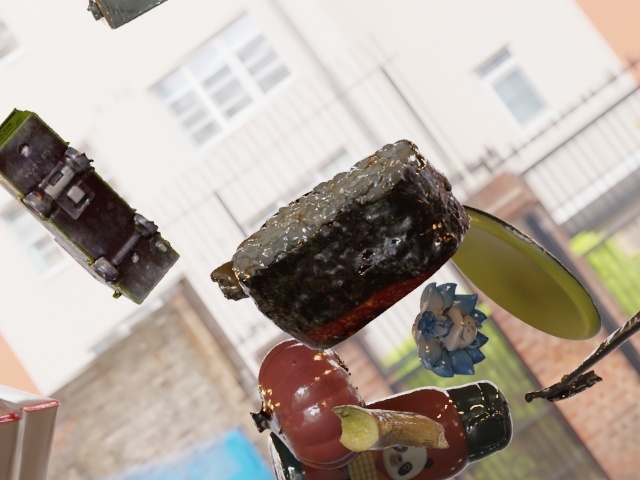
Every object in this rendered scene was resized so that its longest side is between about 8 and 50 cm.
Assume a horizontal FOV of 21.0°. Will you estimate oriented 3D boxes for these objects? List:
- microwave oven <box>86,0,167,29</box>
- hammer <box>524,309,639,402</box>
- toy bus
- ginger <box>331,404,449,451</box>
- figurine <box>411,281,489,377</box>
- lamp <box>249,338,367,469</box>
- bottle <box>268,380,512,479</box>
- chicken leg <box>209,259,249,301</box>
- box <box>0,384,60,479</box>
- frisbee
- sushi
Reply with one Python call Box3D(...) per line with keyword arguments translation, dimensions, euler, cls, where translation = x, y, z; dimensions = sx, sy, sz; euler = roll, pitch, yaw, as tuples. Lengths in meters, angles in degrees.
Box3D(translation=(-0.268, -0.464, 2.303), dimensions=(0.237, 0.295, 0.181), euler=(-31, 18, -8), cls="microwave oven")
Box3D(translation=(0.408, 0.170, 2.538), dimensions=(0.125, 0.027, 0.297), euler=(-12, -23, -26), cls="hammer")
Box3D(translation=(-0.331, -0.048, 2.314), dimensions=(0.113, 0.302, 0.139), euler=(-51, 32, -13), cls="toy bus")
Box3D(translation=(0.062, 0.181, 1.651), dimensions=(0.137, 0.044, 0.057), euler=(10, -32, -44), cls="ginger")
Box3D(translation=(0.153, 0.104, 1.947), dimensions=(0.114, 0.114, 0.079), euler=(-28, -2, -39), cls="figurine")
Box3D(translation=(-0.017, 0.217, 2.251), dimensions=(0.140, 0.182, 0.182), euler=(-30, -9, -8), cls="lamp")
Box3D(translation=(0.103, 0.283, 2.414), dimensions=(0.336, 0.144, 0.144), euler=(-17, -12, -10), cls="bottle")
Box3D(translation=(-0.019, 0.044, 1.833), dimensions=(0.198, 0.085, 0.069), euler=(1, -29, -10), cls="chicken leg")
Box3D(translation=(-0.512, 0.302, 1.902), dimensions=(0.300, 0.314, 0.312), euler=(-3, -76, -67), cls="box")
Box3D(translation=(0.224, 0.040, 2.001), dimensions=(0.017, 0.236, 0.236), euler=(-51, -4, -16), cls="frisbee")
Box3D(translation=(0.024, 0.004, 1.602), dimensions=(0.225, 0.126, 0.136), euler=(-37, 11, 33), cls="sushi")
